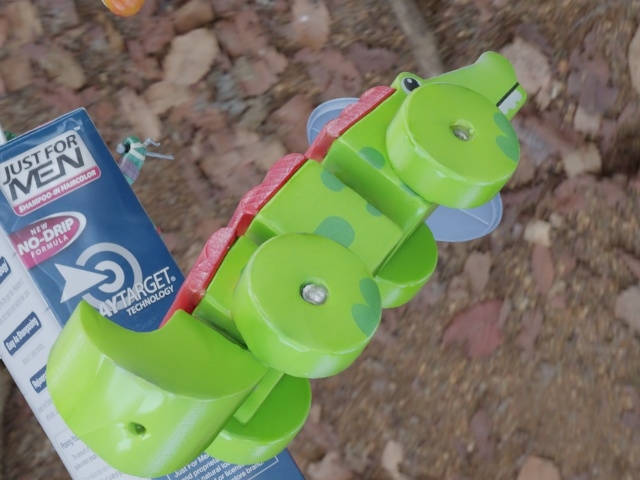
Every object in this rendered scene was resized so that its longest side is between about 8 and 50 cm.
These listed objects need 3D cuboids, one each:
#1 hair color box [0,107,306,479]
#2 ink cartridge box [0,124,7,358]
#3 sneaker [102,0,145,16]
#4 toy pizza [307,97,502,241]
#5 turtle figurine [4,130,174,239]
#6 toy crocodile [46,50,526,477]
[{"bbox_3d":[-0.146,0.094,1.231,0.105,0.174,0.347,-30,88,-27],"label":"hair color box"},{"bbox_3d":[-0.356,-0.046,1.522,0.117,0.207,0.283,-30,114,-26],"label":"ink cartridge box"},{"bbox_3d":[-0.168,-0.284,1.501,0.064,0.067,0.175,0,111,-24],"label":"sneaker"},{"bbox_3d":[0.080,-0.070,1.561,0.201,0.201,0.032,29,65,4],"label":"toy pizza"},{"bbox_3d":[-0.236,-0.038,1.714,0.234,0.118,0.175,20,139,-31],"label":"turtle figurine"},{"bbox_3d":[0.000,0.000,0.825,0.105,0.340,0.115,40,139,5],"label":"toy crocodile"}]
